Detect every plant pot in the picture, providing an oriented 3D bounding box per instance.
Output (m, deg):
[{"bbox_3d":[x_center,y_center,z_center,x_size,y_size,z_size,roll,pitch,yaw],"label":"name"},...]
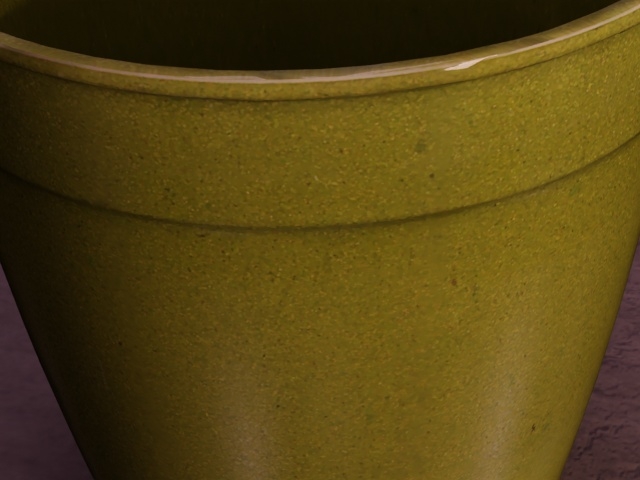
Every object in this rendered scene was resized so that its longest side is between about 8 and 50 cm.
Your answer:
[{"bbox_3d":[0.000,0.000,0.956,0.367,0.353,0.366,-2,30,1],"label":"plant pot"}]
